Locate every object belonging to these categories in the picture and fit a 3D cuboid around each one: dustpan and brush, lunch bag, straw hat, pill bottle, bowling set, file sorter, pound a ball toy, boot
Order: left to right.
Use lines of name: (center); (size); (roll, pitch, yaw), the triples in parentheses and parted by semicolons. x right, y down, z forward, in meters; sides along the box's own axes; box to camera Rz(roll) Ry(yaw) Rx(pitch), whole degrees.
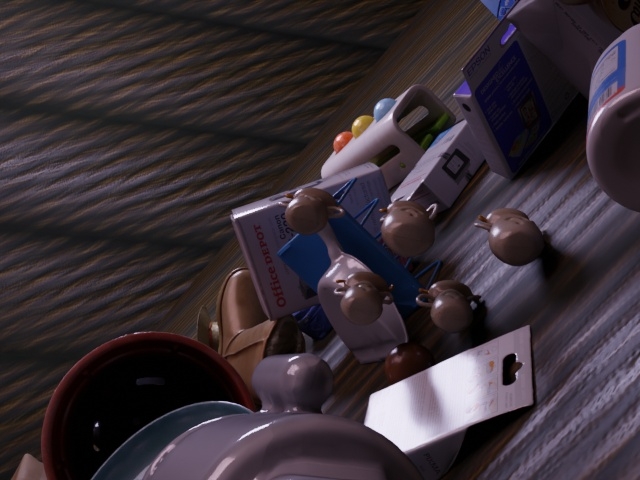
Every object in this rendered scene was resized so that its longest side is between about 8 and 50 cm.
straw hat: (-0.205, 0.196, 2.111); (0.061, 0.144, 0.144); (-4, 17, 4)
boot: (-0.089, 0.140, 1.610); (0.269, 0.089, 0.236); (152, 123, -68)
lunch bag: (-0.002, 0.097, 1.611); (0.098, 0.065, 0.067); (-52, 11, -19)
dustpan and brush: (0.030, 0.046, 1.273); (0.060, 0.211, 0.147); (-41, 6, -24)
file sorter: (0.057, 0.021, 1.357); (0.118, 0.170, 0.104); (-41, 8, 36)
pound a ball toy: (0.125, -0.204, 2.040); (0.208, 0.136, 0.319); (-54, 12, -32)
bowling set: (0.086, 0.048, 1.125); (0.154, 0.287, 0.200); (-65, -15, -79)
pill bottle: (0.308, -0.124, 0.954); (0.124, 0.124, 0.221); (-42, 11, 32)

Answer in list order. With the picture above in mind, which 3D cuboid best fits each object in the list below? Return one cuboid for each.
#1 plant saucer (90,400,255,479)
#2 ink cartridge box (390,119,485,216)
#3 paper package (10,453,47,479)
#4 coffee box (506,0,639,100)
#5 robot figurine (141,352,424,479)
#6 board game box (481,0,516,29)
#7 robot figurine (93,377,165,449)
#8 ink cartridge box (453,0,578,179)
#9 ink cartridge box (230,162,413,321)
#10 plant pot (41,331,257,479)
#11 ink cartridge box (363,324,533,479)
plant saucer: (-0.168, 0.327, 1.182); (0.317, 0.044, 0.318); (-24, 39, 21)
ink cartridge box: (0.179, -0.095, 1.591); (0.180, 0.060, 0.104); (-52, 11, -23)
paper package: (-0.408, 0.489, 1.394); (0.325, 0.168, 0.309); (-60, 11, -4)
coffee box: (0.391, -0.331, 1.274); (0.297, 0.168, 0.119); (-50, 10, -15)
robot figurine: (-0.038, 0.237, 0.818); (0.353, 0.199, 0.300); (158, 123, -68)
board game box: (0.384, -0.467, 1.909); (0.027, 0.145, 0.281); (-48, 10, -17)
robot figurine: (-0.332, 0.293, 1.952); (0.209, 0.174, 0.278); (1, 27, 12)
ink cartridge box: (0.259, -0.223, 1.360); (0.045, 0.208, 0.206); (23, 67, 42)
ink cartridge box: (0.000, 0.000, 1.467); (0.218, 0.159, 0.092); (-19, 11, -3)
plant pot: (-0.233, 0.271, 1.441); (0.272, 0.272, 0.265); (-50, 2, -14)
ink cartridge box: (0.121, 0.159, 0.964); (0.179, 0.045, 0.145); (-25, 17, 19)
